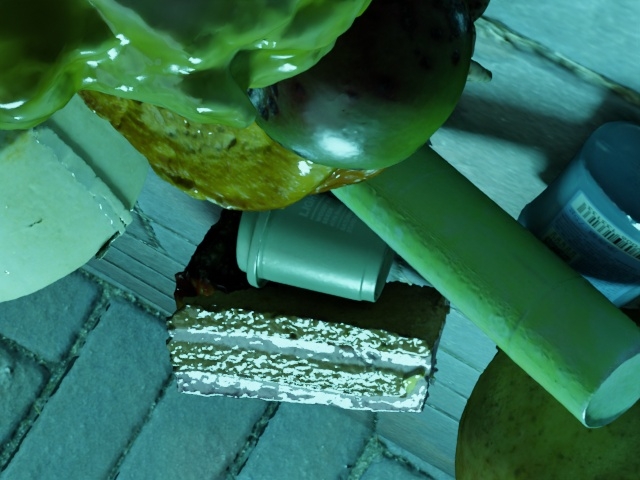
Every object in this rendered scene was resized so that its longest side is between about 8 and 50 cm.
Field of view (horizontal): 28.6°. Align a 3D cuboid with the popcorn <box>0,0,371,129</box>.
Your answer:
[{"bbox_3d":[-0.091,-0.161,0.529,0.259,0.259,0.212,36,-172,-17],"label":"popcorn"}]

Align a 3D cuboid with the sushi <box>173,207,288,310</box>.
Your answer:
[{"bbox_3d":[-0.061,0.075,1.450,0.196,0.182,0.343,23,169,4],"label":"sushi"}]

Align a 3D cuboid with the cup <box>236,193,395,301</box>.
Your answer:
[{"bbox_3d":[0.000,0.000,1.211,0.141,0.120,0.120,14,164,10],"label":"cup"}]

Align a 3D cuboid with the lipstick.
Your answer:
[{"bbox_3d":[0.101,0.005,0.866,0.304,0.076,0.076,46,177,34],"label":"lipstick"}]

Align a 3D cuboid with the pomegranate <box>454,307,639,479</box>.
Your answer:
[{"bbox_3d":[0.247,0.180,0.978,0.281,0.281,0.281,30,167,8],"label":"pomegranate"}]

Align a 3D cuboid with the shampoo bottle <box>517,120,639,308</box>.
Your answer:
[{"bbox_3d":[0.189,-0.003,0.849,0.104,0.061,0.258,37,167,4],"label":"shampoo bottle"}]

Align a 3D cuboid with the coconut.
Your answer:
[{"bbox_3d":[-0.322,-0.093,1.180,0.323,0.323,0.323,30,167,8],"label":"coconut"}]

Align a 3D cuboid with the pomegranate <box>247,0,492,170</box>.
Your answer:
[{"bbox_3d":[0.034,-0.104,0.652,0.129,0.159,0.129,163,90,-72],"label":"pomegranate"}]

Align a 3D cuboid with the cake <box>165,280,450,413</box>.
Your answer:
[{"bbox_3d":[-0.006,0.110,1.246,0.295,0.116,0.113,-1,-154,-6],"label":"cake"}]

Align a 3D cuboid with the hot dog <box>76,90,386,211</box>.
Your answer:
[{"bbox_3d":[-0.054,-0.108,0.854,0.256,0.150,0.153,23,154,31],"label":"hot dog"}]
